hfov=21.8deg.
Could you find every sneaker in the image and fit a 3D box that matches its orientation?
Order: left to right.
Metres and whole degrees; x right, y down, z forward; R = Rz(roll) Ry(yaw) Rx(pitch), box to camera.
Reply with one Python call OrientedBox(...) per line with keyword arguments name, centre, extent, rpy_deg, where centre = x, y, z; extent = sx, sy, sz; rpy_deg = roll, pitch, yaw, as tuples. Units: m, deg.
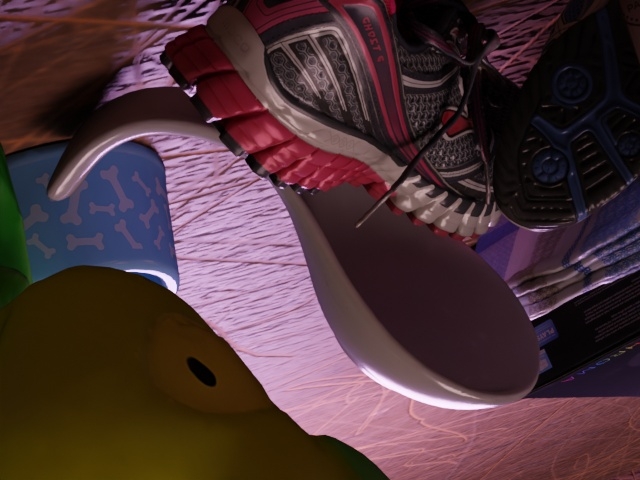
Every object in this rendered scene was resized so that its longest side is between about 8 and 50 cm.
OrientedBox(name="sneaker", centre=(0.049, -0.078, 0.856), extent=(0.112, 0.121, 0.299), rpy_deg=(-44, 159, 18))
OrientedBox(name="sneaker", centre=(0.158, -0.094, 0.875), extent=(0.211, 0.080, 0.081), rpy_deg=(-58, 175, -7))

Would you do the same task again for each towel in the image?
OrientedBox(name="towel", centre=(0.173, -0.060, 0.943), extent=(0.034, 0.209, 0.285), rpy_deg=(31, 148, -14))

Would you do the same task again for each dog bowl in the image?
OrientedBox(name="dog bowl", centre=(-0.216, 0.037, 0.927), extent=(0.297, 0.074, 0.166), rpy_deg=(-18, 161, -12))

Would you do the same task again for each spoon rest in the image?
OrientedBox(name="spoon rest", centre=(0.000, 0.000, 0.865), extent=(0.276, 0.137, 0.084), rpy_deg=(27, 122, -11))

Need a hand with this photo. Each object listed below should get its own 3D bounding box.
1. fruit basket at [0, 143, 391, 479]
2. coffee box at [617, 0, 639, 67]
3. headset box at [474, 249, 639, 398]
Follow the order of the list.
OrientedBox(name="fruit basket", centre=(-0.157, 0.064, 0.652), extent=(0.392, 0.283, 0.392), rpy_deg=(-12, 176, -1))
OrientedBox(name="coffee box", centre=(0.223, -0.137, 0.577), extent=(0.246, 0.141, 0.098), rpy_deg=(-21, 158, 22))
OrientedBox(name="headset box", centre=(0.295, 0.025, 1.383), extent=(0.246, 0.131, 0.283), rpy_deg=(-32, 160, 26))
